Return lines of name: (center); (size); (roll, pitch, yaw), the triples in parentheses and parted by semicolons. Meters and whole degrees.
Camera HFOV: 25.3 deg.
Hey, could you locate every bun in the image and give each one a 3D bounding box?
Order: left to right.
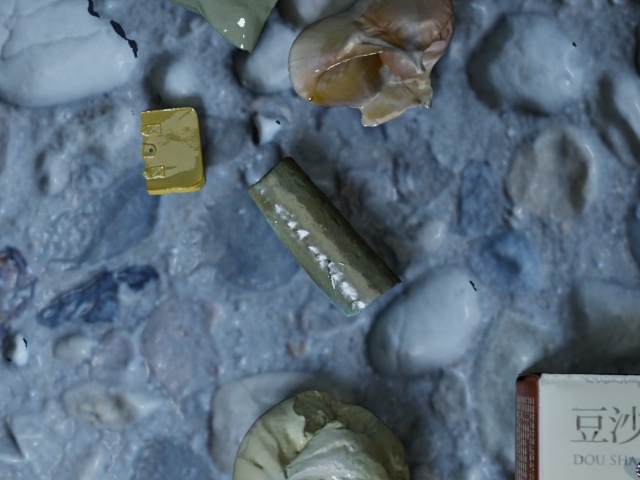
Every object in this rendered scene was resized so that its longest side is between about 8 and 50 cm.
bun: (0.004, 0.239, 1.345); (0.178, 0.128, 0.193); (5, 83, 0)

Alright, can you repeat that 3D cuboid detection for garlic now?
garlic: (0.052, -0.187, 1.400); (0.174, 0.099, 0.124); (-19, 71, -2)

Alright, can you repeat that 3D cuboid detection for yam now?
yam: (0.000, 0.000, 1.394); (0.068, 0.068, 0.169); (-42, 87, -4)

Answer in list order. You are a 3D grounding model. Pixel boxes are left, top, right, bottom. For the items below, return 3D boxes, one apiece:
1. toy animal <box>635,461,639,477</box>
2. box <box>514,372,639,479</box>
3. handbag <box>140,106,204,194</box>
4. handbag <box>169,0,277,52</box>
toy animal: (0.383, 0.207, 1.275); (0.202, 0.070, 0.105); (-3, 72, 0)
box: (0.364, 0.321, 1.349); (0.344, 0.122, 0.385); (1, 85, -2)
handbag: (-0.148, -0.089, 1.418); (0.061, 0.027, 0.083); (-7, 83, -2)
handbag: (-0.146, -0.364, 1.400); (0.316, 0.109, 0.253); (29, 81, 7)
